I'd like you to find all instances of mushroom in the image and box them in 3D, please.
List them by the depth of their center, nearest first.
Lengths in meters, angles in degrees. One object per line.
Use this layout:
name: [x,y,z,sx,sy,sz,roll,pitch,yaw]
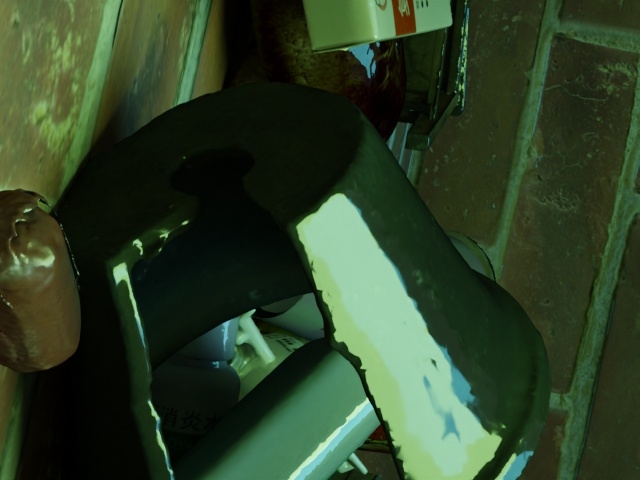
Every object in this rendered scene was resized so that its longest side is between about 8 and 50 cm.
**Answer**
mushroom: [0.004,-0.195,1.451,0.297,0.163,0.278,55,46,-72]

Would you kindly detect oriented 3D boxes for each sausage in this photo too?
sausage: [-0.176,0.025,0.865,0.141,0.076,0.076,91,13,-60]

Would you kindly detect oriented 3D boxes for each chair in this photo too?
chair: [0.088,-0.270,1.841,0.416,0.203,0.240,-45,142,-72]

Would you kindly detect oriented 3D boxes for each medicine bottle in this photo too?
medicine bottle: [-0.129,0.188,1.354,0.095,0.095,0.260,-18,119,-81]

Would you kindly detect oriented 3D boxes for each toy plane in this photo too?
toy plane: [-0.034,0.161,1.563,0.118,0.252,0.252,-44,160,-18]

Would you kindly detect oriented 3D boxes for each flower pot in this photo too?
flower pot: [-0.044,0.041,1.077,0.379,0.379,0.251,-69,146,-49]

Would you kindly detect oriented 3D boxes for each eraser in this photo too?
eraser: [-0.080,0.210,1.217,0.290,0.104,0.189,-42,174,-31]

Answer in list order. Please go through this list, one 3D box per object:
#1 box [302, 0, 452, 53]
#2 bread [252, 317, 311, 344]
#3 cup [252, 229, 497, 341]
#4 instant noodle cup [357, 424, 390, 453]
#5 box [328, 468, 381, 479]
box: [0.026,-0.341,1.237,0.214,0.069,0.353,-27,107,-66]
bread: [-0.056,0.163,1.788,0.213,0.105,0.213,10,90,-78]
cup: [0.042,0.049,1.695,0.288,0.203,0.203,18,83,-47]
instant noodle cup: [0.063,0.154,2.079,0.325,0.254,0.325,11,90,-82]
box: [-0.053,0.404,1.882,0.297,0.190,0.225,-6,108,-80]
